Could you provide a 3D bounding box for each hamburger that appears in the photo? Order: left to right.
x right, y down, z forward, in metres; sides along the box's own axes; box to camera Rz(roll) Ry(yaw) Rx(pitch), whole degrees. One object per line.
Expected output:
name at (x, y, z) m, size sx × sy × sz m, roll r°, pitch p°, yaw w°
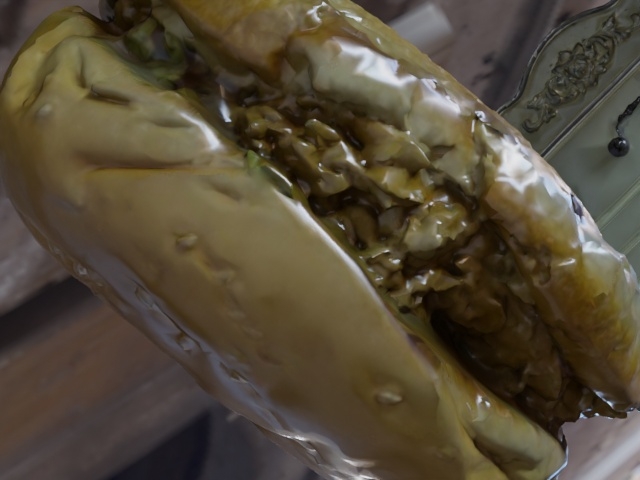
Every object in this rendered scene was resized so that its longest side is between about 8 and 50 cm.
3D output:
hamburger at (0.000, 0.000, 0.762) m, size 0.319 × 0.158 × 0.318 m, roll 40°, pitch -2°, yaw 1°

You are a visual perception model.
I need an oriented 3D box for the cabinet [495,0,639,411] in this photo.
cabinet at (0.266, -0.027, 1.183) m, size 0.318 × 0.290 × 0.227 m, roll 47°, pitch 6°, yaw 15°
